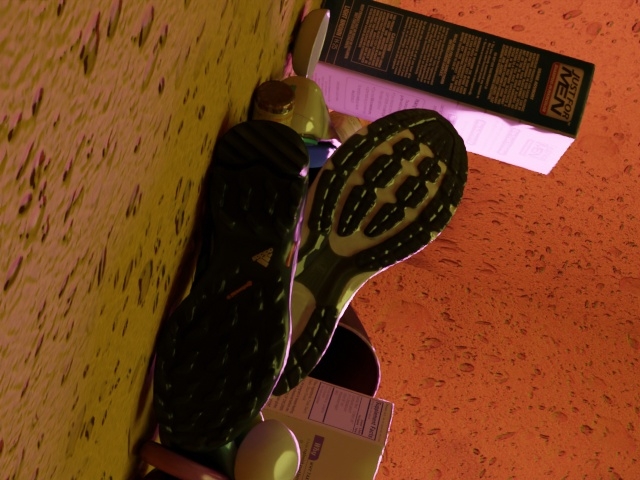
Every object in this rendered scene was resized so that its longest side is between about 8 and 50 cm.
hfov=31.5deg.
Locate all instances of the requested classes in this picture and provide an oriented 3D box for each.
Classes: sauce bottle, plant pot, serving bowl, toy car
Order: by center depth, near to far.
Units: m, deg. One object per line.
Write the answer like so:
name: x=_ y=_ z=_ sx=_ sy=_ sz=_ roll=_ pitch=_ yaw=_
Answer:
toy car: x=-0.121 y=0.229 z=1.089 sx=0.136 sy=0.159 sz=0.182 roll=21 pitch=86 yaw=-50
sauce bottle: x=-0.052 y=-0.101 z=1.137 sx=0.128 sy=0.042 sz=0.042 roll=102 pitch=6 yaw=-49
serving bowl: x=-0.015 y=-0.220 z=1.262 sx=0.083 sy=0.027 sz=0.083 roll=17 pitch=90 yaw=-87
plant pot: x=-0.023 y=0.151 z=1.823 sx=0.230 sy=0.215 sz=0.215 roll=-97 pitch=-161 yaw=-60

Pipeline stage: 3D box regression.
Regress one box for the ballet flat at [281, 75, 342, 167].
ballet flat: x=-0.018 y=-0.135 z=1.274 sx=0.248 sy=0.086 sz=0.086 roll=52 pitch=55 yaw=-86

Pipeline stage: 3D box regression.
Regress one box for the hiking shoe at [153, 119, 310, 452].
hiking shoe: x=-0.066 y=0.044 z=1.033 sx=0.132 sy=0.113 sz=0.304 roll=-15 pitch=122 yaw=-85

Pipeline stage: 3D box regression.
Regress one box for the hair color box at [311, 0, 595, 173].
hair color box: x=0.159 y=-0.202 z=1.468 sx=0.174 sy=0.347 sz=0.105 roll=93 pitch=15 yaw=-79

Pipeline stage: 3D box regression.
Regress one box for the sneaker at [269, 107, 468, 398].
sneaker: x=0.000 y=0.000 z=1.330 sx=0.410 sy=0.158 sz=0.182 roll=-45 pitch=-166 yaw=-10

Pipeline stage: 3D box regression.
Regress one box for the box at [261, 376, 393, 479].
box: x=-0.050 y=0.297 z=1.525 sx=0.117 sy=0.243 sz=0.214 roll=-64 pitch=170 yaw=-67

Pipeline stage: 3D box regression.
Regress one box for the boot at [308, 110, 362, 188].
boot: x=0.001 y=-0.064 z=1.760 sx=0.203 sy=0.095 sz=0.262 roll=-63 pitch=168 yaw=-74
